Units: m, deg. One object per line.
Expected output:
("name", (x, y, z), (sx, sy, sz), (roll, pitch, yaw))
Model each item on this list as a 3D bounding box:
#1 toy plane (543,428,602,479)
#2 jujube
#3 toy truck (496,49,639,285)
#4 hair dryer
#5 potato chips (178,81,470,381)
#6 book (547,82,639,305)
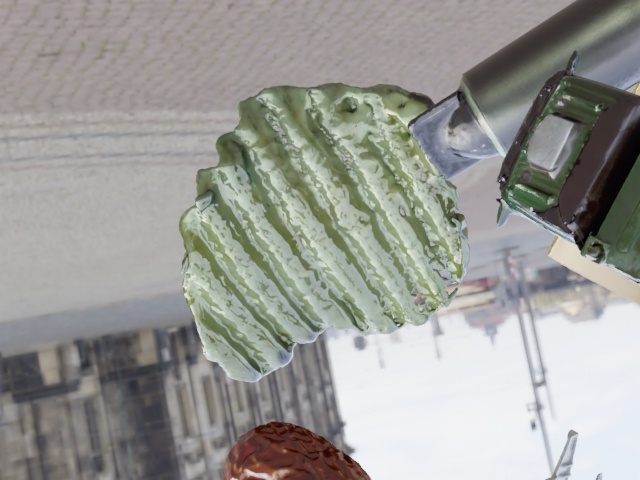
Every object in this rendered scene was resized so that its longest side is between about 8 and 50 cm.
("toy plane", (0.284, 0.366, 1.201), (0.101, 0.251, 0.255), (13, -169, 41))
("jujube", (-0.017, 0.256, 1.019), (0.176, 0.109, 0.112), (22, -124, 36))
("toy truck", (0.194, 0.006, 0.405), (0.259, 0.088, 0.121), (30, -172, 32))
("hair dryer", (0.204, -0.073, 0.796), (0.195, 0.078, 0.248), (-32, 136, 13))
("potato chips", (0.000, -0.007, 1.259), (0.373, 0.389, 0.097), (-14, -153, -11))
("book", (0.449, -0.051, 1.143), (0.032, 0.268, 0.389), (-52, 166, -41))
